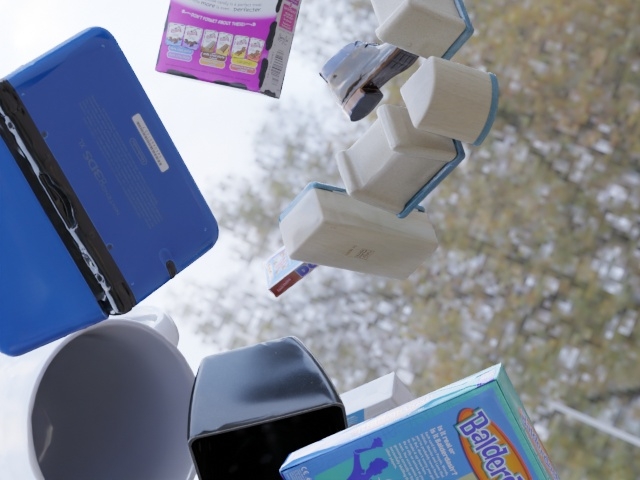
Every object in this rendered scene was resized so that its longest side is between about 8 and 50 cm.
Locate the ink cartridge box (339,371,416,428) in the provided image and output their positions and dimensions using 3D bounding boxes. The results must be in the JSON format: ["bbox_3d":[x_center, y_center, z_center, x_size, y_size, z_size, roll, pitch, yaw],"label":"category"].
[{"bbox_3d":[0.113,0.294,2.364,0.180,0.104,0.060,53,-154,-27],"label":"ink cartridge box"}]

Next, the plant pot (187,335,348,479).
[{"bbox_3d":[-0.067,0.228,1.923,0.167,0.188,0.187,-108,6,-50],"label":"plant pot"}]

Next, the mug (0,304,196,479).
[{"bbox_3d":[-0.336,0.222,2.117,0.276,0.328,0.374,55,-128,-21],"label":"mug"}]

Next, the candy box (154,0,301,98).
[{"bbox_3d":[-0.109,-0.313,2.026,0.071,0.159,0.233,7,-83,-69],"label":"candy box"}]

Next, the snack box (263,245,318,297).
[{"bbox_3d":[0.000,0.000,2.019,0.178,0.064,0.022,-38,-58,17],"label":"snack box"}]

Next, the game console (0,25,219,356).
[{"bbox_3d":[-0.303,-0.055,1.776,0.250,0.173,0.293,-39,-72,-36],"label":"game console"}]

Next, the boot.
[{"bbox_3d":[0.088,-0.309,2.560,0.219,0.106,0.082,-49,-24,18],"label":"boot"}]

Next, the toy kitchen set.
[{"bbox_3d":[0.059,-0.099,1.247,0.122,0.166,0.207,12,-43,-36],"label":"toy kitchen set"}]

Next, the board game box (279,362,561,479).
[{"bbox_3d":[0.095,0.219,1.341,0.160,0.210,0.047,63,-164,-7],"label":"board game box"}]

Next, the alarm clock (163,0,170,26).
[{"bbox_3d":[-0.163,-0.304,2.193,0.192,0.064,0.129,-30,-78,-58],"label":"alarm clock"}]
